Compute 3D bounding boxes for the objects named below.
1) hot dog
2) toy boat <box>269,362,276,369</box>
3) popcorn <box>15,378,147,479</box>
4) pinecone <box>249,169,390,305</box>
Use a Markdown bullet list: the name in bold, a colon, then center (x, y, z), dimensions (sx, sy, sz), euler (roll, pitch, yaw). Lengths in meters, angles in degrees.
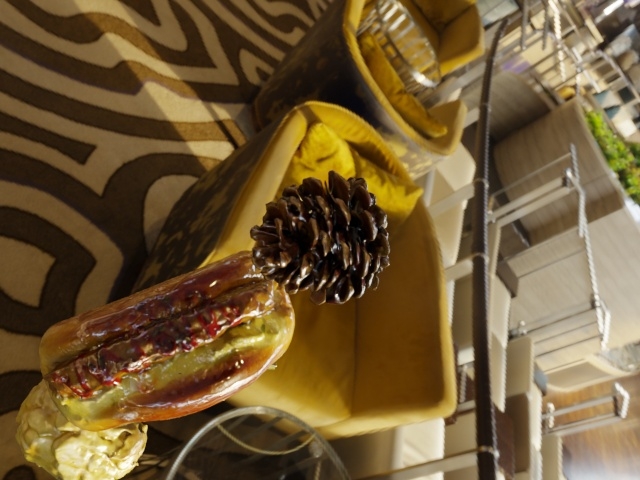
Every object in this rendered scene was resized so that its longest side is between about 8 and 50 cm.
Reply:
- **hot dog**: center (-0.221, 0.156, 0.875), dimensions (0.405, 0.223, 0.185), euler (-22, 97, -18)
- **toy boat**: center (-0.193, 0.307, 1.357), dimensions (0.172, 0.065, 0.066), euler (-7, 63, -21)
- **popcorn**: center (-0.453, 0.360, 1.078), dimensions (0.250, 0.250, 0.190), euler (48, 52, -16)
- **pinecone**: center (0.000, 0.000, 0.657), dimensions (0.173, 0.173, 0.174), euler (31, 43, -35)
